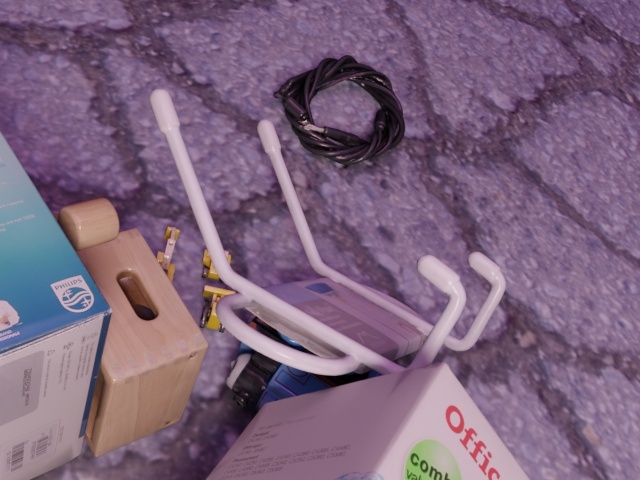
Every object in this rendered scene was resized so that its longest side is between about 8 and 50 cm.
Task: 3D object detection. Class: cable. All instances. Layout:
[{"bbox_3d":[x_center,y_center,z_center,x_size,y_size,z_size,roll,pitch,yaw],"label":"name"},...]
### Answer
[{"bbox_3d":[0.040,-0.168,1.048,0.184,0.047,0.150,-28,66,-39],"label":"cable"}]

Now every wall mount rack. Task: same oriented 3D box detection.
[{"bbox_3d":[0.000,0.000,0.730,0.304,0.130,0.350,30,10,18],"label":"wall mount rack"}]

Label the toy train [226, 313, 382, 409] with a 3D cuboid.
[{"bbox_3d":[-0.001,0.137,0.746,0.184,0.080,0.105,33,52,6],"label":"toy train"}]

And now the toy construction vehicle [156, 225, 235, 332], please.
[{"bbox_3d":[-0.123,0.034,0.811,0.085,0.035,0.098,16,47,-9],"label":"toy construction vehicle"}]

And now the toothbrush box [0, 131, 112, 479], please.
[{"bbox_3d":[-0.292,0.024,0.626,0.126,0.216,0.295,-22,61,-36],"label":"toothbrush box"}]

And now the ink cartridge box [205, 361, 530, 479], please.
[{"bbox_3d":[0.008,0.249,0.526,0.198,0.197,0.270,53,46,-12],"label":"ink cartridge box"}]

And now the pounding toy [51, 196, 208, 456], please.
[{"bbox_3d":[-0.167,0.038,0.671,0.094,0.206,0.181,-18,60,-34],"label":"pounding toy"}]
